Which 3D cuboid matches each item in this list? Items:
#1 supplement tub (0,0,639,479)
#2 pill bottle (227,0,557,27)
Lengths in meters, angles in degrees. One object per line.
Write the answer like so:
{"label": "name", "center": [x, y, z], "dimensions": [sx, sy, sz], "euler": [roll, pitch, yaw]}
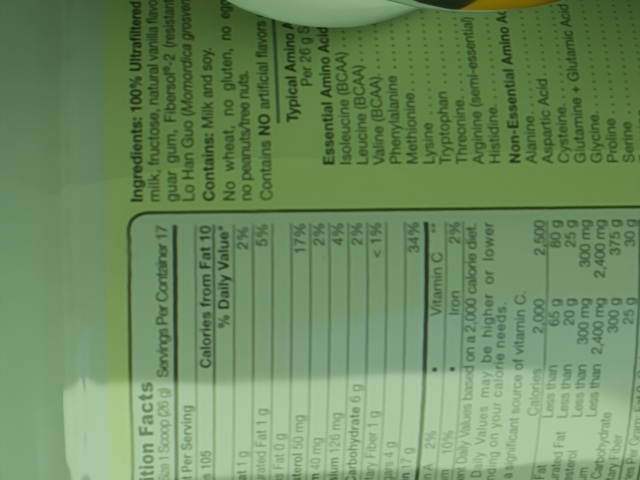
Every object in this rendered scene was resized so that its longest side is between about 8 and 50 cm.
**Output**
{"label": "supplement tub", "center": [0.000, 0.000, 0.550], "dimensions": [0.325, 0.235, 0.235], "euler": [-1, 152, -5]}
{"label": "pill bottle", "center": [0.053, -0.134, 0.320], "dimensions": [0.162, 0.162, 0.278], "euler": [9, 170, -22]}
